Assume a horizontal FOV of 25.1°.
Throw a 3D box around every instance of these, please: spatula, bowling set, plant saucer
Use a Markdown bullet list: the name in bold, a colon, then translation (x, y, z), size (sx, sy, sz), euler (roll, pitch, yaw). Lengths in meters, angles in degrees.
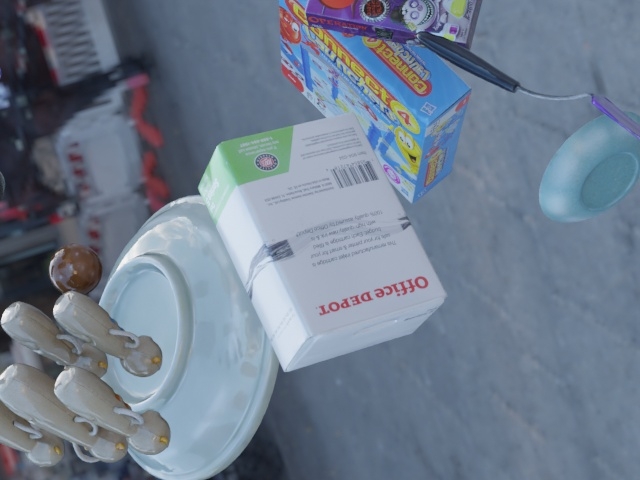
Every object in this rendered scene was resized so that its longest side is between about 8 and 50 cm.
- **spatula**: translation (0.236, -0.163, 1.546), size (0.030, 0.296, 0.084), euler (-70, -12, 15)
- **bowling set**: translation (-0.226, 0.117, 1.429), size (0.287, 0.199, 0.154), euler (-5, 143, 48)
- **plant saucer**: translation (-0.213, 0.129, 1.964), size (0.400, 0.101, 0.400), euler (-13, 73, 47)
- **plant saucer**: translation (0.402, -0.094, 2.050), size (0.037, 0.195, 0.195), euler (50, 157, 40)

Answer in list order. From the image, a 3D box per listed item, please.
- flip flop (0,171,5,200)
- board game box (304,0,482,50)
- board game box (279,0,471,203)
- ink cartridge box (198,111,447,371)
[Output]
- **flip flop**: translation (-0.521, -0.108, 1.760), size (0.112, 0.277, 0.080), euler (-52, 32, 39)
- **board game box**: translation (0.124, -0.412, 1.806), size (0.056, 0.208, 0.346), euler (59, -136, -69)
- **board game box**: translation (0.071, -0.235, 2.099), size (0.308, 0.086, 0.302), euler (46, 167, 14)
- **ink cartridge box**: translation (0.000, 0.000, 1.753), size (0.272, 0.198, 0.115), euler (65, 150, 19)
